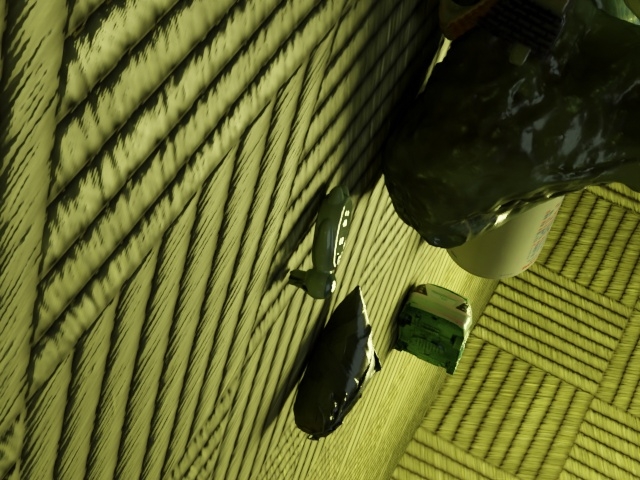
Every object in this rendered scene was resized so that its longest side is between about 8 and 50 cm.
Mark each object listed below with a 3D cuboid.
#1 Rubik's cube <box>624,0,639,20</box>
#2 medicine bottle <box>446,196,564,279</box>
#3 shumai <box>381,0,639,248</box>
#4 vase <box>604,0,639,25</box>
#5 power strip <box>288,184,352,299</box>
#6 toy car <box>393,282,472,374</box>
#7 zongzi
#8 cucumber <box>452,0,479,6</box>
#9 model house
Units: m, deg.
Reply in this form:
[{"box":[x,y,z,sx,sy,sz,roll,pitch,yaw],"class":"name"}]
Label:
[{"box":[0.409,-0.342,1.510,0.256,0.259,0.253,-25,153,-22],"class":"Rubik's cube"},{"box":[0.217,-0.077,1.822,0.130,0.130,0.341,-60,171,-22],"class":"medicine bottle"},{"box":[0.182,-0.071,1.301,0.260,0.222,0.225,-49,171,19],"class":"shumai"},{"box":[0.284,-0.244,1.731,0.143,0.143,0.299,-67,168,18],"class":"vase"},{"box":[0.000,0.000,1.151,0.055,0.035,0.083,-24,126,-77],"class":"power strip"},{"box":[0.152,0.110,2.117,0.224,0.090,0.076,87,26,-72],"class":"toy car"},{"box":[0.009,0.112,1.444,0.109,0.055,0.119,-56,157,-31],"class":"zongzi"},{"box":[0.109,-0.240,0.930,0.077,0.077,0.265,-59,170,-26],"class":"cucumber"},{"box":[0.136,-0.179,1.166,0.100,0.101,0.088,-63,173,1],"class":"model house"}]
